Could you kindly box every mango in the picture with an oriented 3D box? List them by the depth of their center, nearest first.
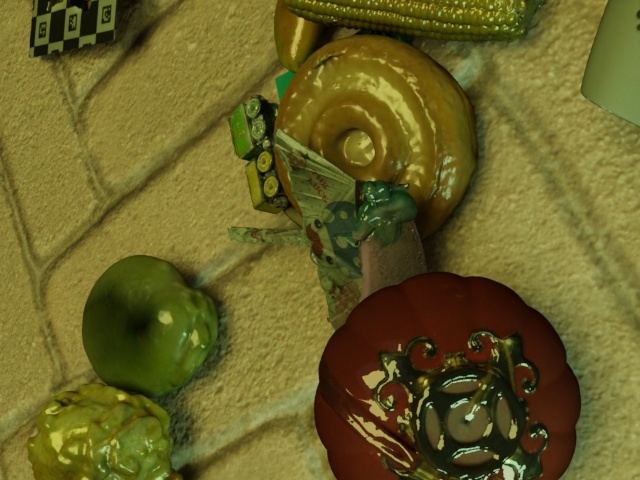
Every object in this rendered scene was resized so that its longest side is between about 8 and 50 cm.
[{"bbox_3d":[-0.029,-0.342,1.282,0.101,0.066,0.187,4,78,45],"label":"mango"}]

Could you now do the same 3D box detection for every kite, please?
[{"bbox_3d":[0.000,0.000,1.155,0.314,0.011,0.335,-2,114,33],"label":"kite"}]

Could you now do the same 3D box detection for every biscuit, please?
[{"bbox_3d":[0.062,-0.126,1.137,0.296,0.102,0.296,8,106,30],"label":"biscuit"}]

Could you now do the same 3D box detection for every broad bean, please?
[{"bbox_3d":[-0.286,0.141,1.391,0.291,0.119,0.238,-10,87,38],"label":"broad bean"}]

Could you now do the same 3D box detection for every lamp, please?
[{"bbox_3d":[0.143,0.186,0.969,0.303,0.257,0.303,0,89,-3],"label":"lamp"}]

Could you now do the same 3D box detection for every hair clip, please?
[{"bbox_3d":[0.081,0.087,1.086,0.096,0.110,0.358,9,111,31],"label":"hair clip"}]

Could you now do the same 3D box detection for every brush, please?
[{"bbox_3d":[-0.010,-0.011,1.266,0.196,0.021,0.070,48,113,33],"label":"brush"}]

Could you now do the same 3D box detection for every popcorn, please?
[{"bbox_3d":[-0.341,0.349,1.342,0.266,0.192,0.233,29,122,3],"label":"popcorn"}]

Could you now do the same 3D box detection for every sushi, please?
[{"bbox_3d":[-0.444,-0.538,1.628,0.343,0.064,0.359,5,91,46],"label":"sushi"}]

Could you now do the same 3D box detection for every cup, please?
[{"bbox_3d":[0.425,-0.215,0.889,0.258,0.186,0.234,27,111,8],"label":"cup"}]

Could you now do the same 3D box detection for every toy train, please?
[{"bbox_3d":[-0.089,-0.132,1.307,0.081,0.060,0.202,-35,58,37],"label":"toy train"}]

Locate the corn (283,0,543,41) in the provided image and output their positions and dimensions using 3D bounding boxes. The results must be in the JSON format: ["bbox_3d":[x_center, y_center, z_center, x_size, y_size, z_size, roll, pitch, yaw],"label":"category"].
[{"bbox_3d":[0.117,-0.331,1.114,0.344,0.131,0.131,15,93,20],"label":"corn"}]

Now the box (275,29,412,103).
[{"bbox_3d":[0.041,-0.209,1.238,0.226,0.042,0.161,-23,72,33],"label":"box"}]
